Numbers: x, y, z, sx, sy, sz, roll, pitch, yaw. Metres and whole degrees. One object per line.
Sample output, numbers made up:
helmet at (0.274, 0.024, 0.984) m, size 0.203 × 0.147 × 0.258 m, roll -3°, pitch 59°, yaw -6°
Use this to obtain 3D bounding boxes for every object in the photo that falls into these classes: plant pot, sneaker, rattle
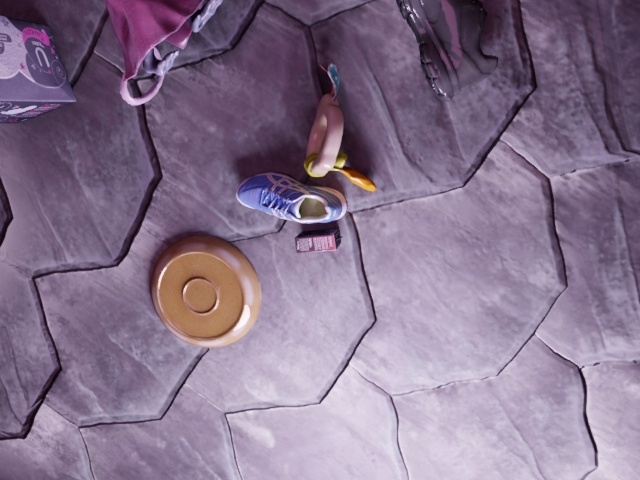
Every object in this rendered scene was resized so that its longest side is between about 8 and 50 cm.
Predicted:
plant pot at (-0.236, 0.108, 1.264) m, size 0.236 × 0.032 × 0.236 m, roll 2°, pitch 101°, yaw 11°
sneaker at (-0.058, -0.078, 1.164) m, size 0.211 × 0.081 × 0.080 m, roll 8°, pitch 105°, yaw 11°
sneaker at (0.202, -0.384, 1.049) m, size 0.130 × 0.109 × 0.286 m, roll -23°, pitch 105°, yaw 8°
rattle at (0.051, -0.204, 1.126) m, size 0.143 × 0.130 × 0.199 m, roll 10°, pitch 77°, yaw -2°

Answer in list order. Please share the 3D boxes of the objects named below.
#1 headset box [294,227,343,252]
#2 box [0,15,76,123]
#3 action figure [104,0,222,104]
headset box at (0.000, 0.000, 1.179) m, size 0.083 × 0.062 × 0.032 m, roll -6°, pitch 101°, yaw 13°
box at (-0.585, -0.306, 1.135) m, size 0.142 × 0.247 × 0.163 m, roll -16°, pitch 98°, yaw 12°
action figure at (-0.363, -0.470, 1.083) m, size 0.370 × 0.248 × 0.276 m, roll 37°, pitch 138°, yaw -10°
